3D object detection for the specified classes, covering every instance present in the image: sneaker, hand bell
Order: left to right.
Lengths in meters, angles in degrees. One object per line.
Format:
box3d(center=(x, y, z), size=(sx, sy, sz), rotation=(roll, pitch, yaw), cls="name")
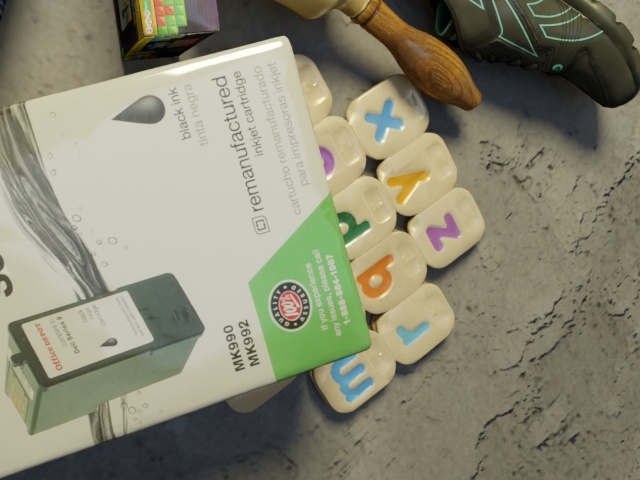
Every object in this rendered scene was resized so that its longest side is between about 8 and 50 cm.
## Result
box3d(center=(0.039, -0.170, 0.545), size=(0.242, 0.126, 0.126), rotation=(32, 85, -29), cls="hand bell")
box3d(center=(0.161, -0.190, 0.609), size=(0.267, 0.101, 0.106), rotation=(36, 101, -19), cls="sneaker")

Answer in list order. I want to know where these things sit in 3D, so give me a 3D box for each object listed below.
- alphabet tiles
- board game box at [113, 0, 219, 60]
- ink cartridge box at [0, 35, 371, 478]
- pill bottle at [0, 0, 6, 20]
box3d(center=(0.000, 0.000, 0.597), size=(0.278, 0.021, 0.284), rotation=(-36, 109, -14), cls="alphabet tiles")
box3d(center=(-0.111, -0.209, 0.458), size=(0.048, 0.141, 0.170), rotation=(-10, 102, -20), cls="board game box")
box3d(center=(-0.139, 0.011, 0.469), size=(0.289, 0.121, 0.211), rotation=(-18, 101, -12), cls="ink cartridge box")
box3d(center=(-0.238, -0.191, 0.419), size=(0.122, 0.123, 0.219), rotation=(17, 90, -23), cls="pill bottle")
